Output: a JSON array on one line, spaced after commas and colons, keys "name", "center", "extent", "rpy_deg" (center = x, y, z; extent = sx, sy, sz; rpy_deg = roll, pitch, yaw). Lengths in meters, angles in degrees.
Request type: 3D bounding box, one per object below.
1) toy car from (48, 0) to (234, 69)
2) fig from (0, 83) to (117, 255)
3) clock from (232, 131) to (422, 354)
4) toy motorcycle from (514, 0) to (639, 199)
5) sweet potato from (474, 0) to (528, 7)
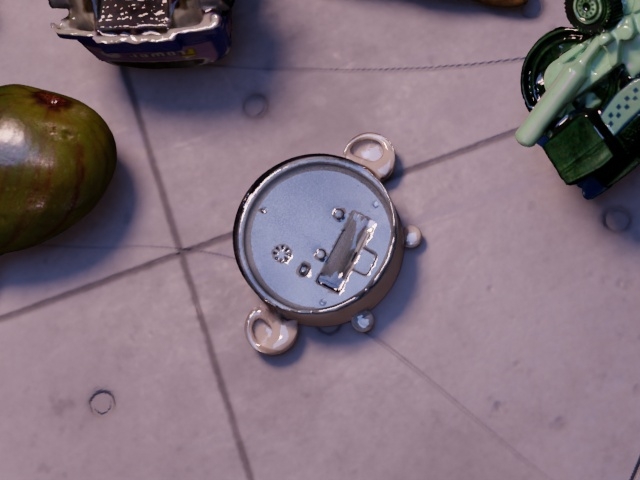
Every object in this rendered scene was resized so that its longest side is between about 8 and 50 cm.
[{"name": "toy car", "center": [-0.155, -0.273, 1.681], "extent": [0.172, 0.158, 0.235], "rpy_deg": [0, 73, 9]}, {"name": "fig", "center": [-0.292, -0.020, 1.678], "extent": [0.151, 0.151, 0.259], "rpy_deg": [30, 109, 16]}, {"name": "clock", "center": [0.000, 0.000, 1.629], "extent": [0.155, 0.063, 0.229], "rpy_deg": [29, 83, 17]}, {"name": "toy motorcycle", "center": [0.317, -0.165, 1.520], "extent": [0.331, 0.125, 0.196], "rpy_deg": [-41, 76, 27]}, {"name": "sweet potato", "center": [0.057, -0.279, 1.679], "extent": [0.291, 0.097, 0.097], "rpy_deg": [21, 79, 15]}]
